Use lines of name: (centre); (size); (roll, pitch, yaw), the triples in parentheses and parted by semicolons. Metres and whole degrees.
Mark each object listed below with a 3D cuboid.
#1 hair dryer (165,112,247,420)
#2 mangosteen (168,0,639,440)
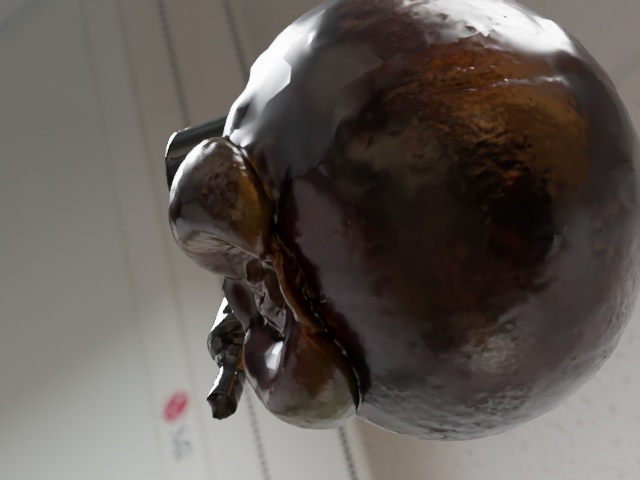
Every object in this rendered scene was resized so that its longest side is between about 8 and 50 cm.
hair dryer: (0.000, 0.000, 0.963); (0.196, 0.078, 0.248); (-18, -147, 26)
mangosteen: (0.026, -0.008, 0.592); (0.152, 0.152, 0.152); (-27, -136, 30)
